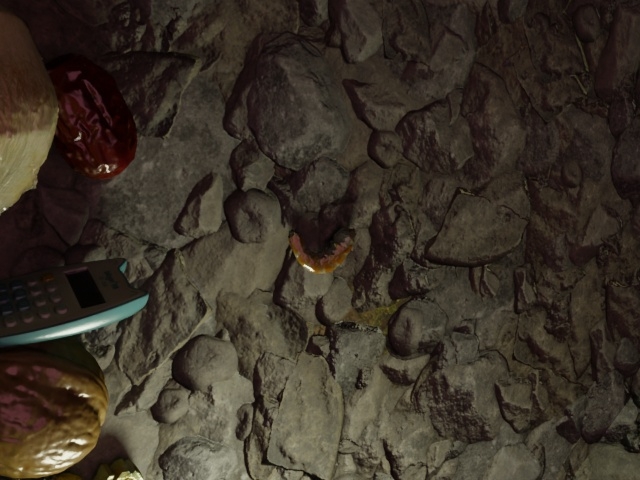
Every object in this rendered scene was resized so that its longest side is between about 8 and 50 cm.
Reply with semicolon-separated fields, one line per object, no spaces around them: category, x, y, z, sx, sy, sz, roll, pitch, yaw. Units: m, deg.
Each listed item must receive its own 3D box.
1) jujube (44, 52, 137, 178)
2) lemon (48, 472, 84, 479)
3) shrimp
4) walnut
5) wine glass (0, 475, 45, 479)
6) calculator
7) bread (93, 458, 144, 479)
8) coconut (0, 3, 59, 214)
jujube;-0.468;-0.246;1.479;0.174;0.174;0.250;-35;120;-18
lemon;-0.566;0.578;1.644;0.109;0.109;0.133;-30;114;-20
shrimp;0.000;0.000;1.870;0.166;0.049;0.161;41;82;-22
walnut;-0.581;0.319;1.472;0.332;0.333;0.333;-7;104;-28
wine glass;-0.709;0.596;1.503;0.238;0.238;0.323;30;84;-31
calculator;-0.555;0.126;1.465;0.386;0.256;0.055;-10;116;-26
bread;-0.476;0.586;1.722;0.117;0.064;0.156;16;92;-35
coconut;-0.642;-0.198;1.258;0.404;0.404;0.405;-7;104;-28
